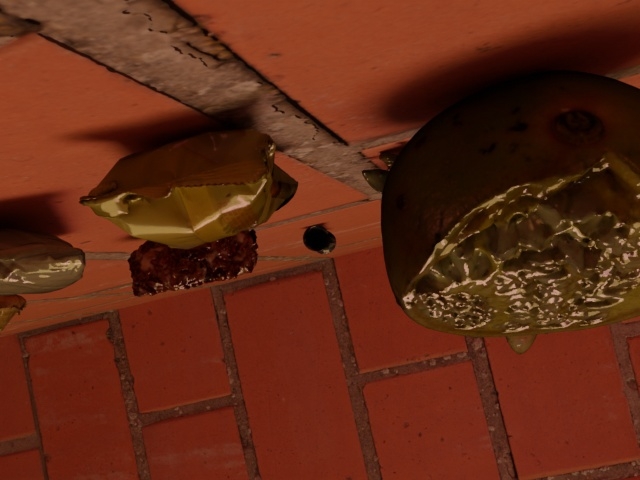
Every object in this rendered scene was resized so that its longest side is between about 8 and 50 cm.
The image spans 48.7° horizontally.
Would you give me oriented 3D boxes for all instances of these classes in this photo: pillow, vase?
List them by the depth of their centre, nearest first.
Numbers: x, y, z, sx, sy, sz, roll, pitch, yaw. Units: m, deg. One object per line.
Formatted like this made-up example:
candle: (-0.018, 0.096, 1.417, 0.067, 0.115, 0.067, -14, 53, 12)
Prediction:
pillow: (-0.405, 0.027, 0.784, 0.274, 0.076, 0.281, -2, 176, -18)
vase: (0.000, 0.000, 1.598, 0.059, 0.059, 0.167, -13, 175, 6)

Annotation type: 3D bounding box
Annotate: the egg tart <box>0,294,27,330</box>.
egg tart: (-0.691, 0.167, 1.250, 0.341, 0.132, 0.341, -10, 176, -1)

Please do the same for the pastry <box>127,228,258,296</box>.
pastry: (-0.205, 0.027, 1.135, 0.209, 0.097, 0.115, -13, 180, -23)

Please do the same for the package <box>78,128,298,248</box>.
package: (-0.103, -0.045, 0.636, 0.168, 0.090, 0.226, -16, 178, -1)

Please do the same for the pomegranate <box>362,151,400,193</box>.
pomegranate: (0.166, -0.033, 0.932, 0.263, 0.211, 0.211, 20, 157, -32)

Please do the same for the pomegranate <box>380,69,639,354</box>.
pomegranate: (0.211, -0.026, 0.713, 0.310, 0.216, 0.358, -8, 154, 1)
